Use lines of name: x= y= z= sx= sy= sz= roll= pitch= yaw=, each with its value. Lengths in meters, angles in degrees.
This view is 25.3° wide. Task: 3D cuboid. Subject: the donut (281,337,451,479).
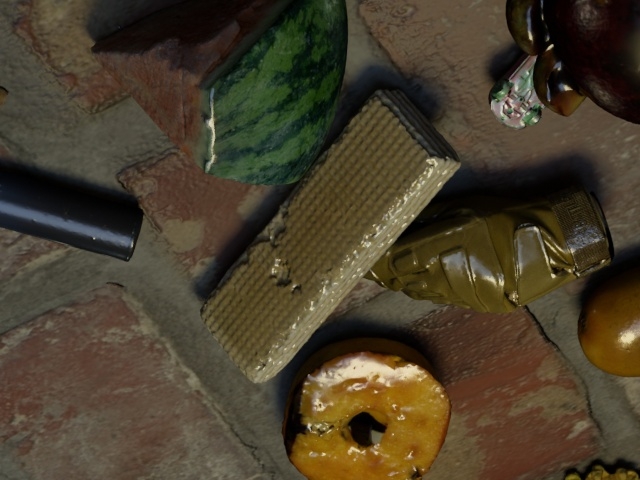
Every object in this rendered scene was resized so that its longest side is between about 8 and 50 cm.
donut: x=0.064 y=0.246 z=2.008 sx=0.253 sy=0.118 sz=0.253 roll=0 pitch=127 yaw=0

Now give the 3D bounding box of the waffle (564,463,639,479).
waffle: x=0.436 y=0.446 z=2.192 sx=0.253 sy=0.056 sz=0.249 roll=-35 pitch=119 yaw=19

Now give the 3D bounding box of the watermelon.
watermelon: x=-0.107 y=-0.162 z=1.684 sx=0.292 sy=0.283 sz=0.250 roll=-9 pitch=113 yaw=36

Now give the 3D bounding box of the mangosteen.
mangosteen: x=0.351 y=-0.274 z=1.567 sx=0.347 sy=0.307 sz=0.307 roll=-1 pitch=130 yaw=35

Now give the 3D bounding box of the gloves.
gloves: x=0.205 y=0.017 z=1.837 sx=0.331 sy=0.141 sz=0.154 roll=-14 pitch=125 yaw=8

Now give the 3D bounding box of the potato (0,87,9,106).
potato: x=-0.428 y=-0.153 z=1.767 sx=0.037 sy=0.036 sz=0.093 roll=32 pitch=119 yaw=-25

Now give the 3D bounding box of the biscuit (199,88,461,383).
biscuit: x=0.000 y=0.000 z=1.827 sx=0.144 sy=0.078 sz=0.426 roll=50 pitch=118 yaw=20

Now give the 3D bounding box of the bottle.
bottle: x=-0.351 y=-0.040 z=1.826 sx=0.244 sy=0.072 sz=0.082 roll=15 pitch=112 yaw=-11

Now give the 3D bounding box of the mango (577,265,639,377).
mango: x=0.452 y=0.099 z=1.916 sx=0.221 sy=0.120 sz=0.151 roll=-26 pitch=125 yaw=8

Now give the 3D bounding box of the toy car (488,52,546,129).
toy car: x=0.262 y=-0.201 z=1.740 sx=0.069 sy=0.055 sz=0.142 roll=36 pitch=103 yaw=-24
